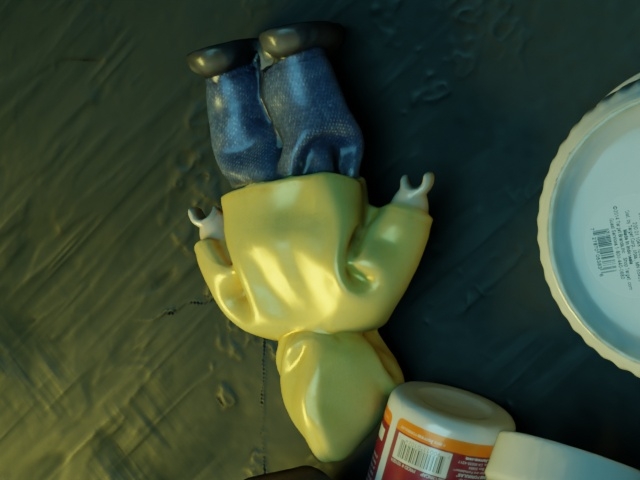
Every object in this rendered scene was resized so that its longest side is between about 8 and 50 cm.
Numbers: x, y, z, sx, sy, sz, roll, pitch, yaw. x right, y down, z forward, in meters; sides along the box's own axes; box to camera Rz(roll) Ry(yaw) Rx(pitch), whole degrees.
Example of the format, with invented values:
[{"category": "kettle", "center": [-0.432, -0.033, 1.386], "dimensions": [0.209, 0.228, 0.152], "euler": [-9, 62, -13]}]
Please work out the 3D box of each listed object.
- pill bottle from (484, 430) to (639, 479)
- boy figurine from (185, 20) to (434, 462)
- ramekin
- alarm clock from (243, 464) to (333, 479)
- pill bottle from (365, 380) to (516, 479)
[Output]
[{"category": "pill bottle", "center": [0.119, 0.245, 1.010], "dimensions": [0.136, 0.136, 0.245], "euler": [15, 81, 23]}, {"category": "boy figurine", "center": [0.000, 0.000, 1.115], "dimensions": [0.177, 0.092, 0.285], "euler": [-15, 90, 25]}, {"category": "ramekin", "center": [0.227, -0.008, 0.999], "dimensions": [0.207, 0.109, 0.207], "euler": [3, 97, 24]}, {"category": "alarm clock", "center": [-0.030, 0.215, 1.128], "dimensions": [0.192, 0.064, 0.129], "euler": [-172, 75, -65]}, {"category": "pill bottle", "center": [0.068, 0.175, 1.103], "dimensions": [0.086, 0.086, 0.152], "euler": [20, 104, 22]}]
